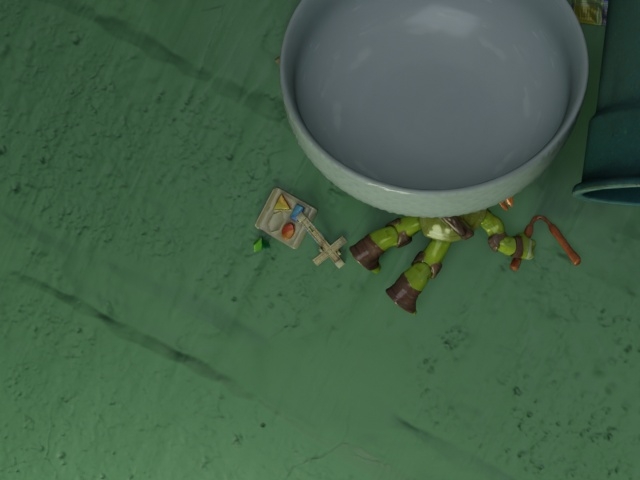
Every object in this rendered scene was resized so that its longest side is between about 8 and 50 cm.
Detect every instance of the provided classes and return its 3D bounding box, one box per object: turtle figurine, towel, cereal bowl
[{"bbox_3d":[0.155,-0.016,1.685,0.269,0.087,0.217,45,101,3],"label":"turtle figurine"},{"bbox_3d":[0.334,-0.279,1.668,0.083,0.009,0.060,10,96,9],"label":"towel"},{"bbox_3d":[0.126,-0.168,1.617,0.339,0.141,0.339,-1,64,2],"label":"cereal bowl"}]

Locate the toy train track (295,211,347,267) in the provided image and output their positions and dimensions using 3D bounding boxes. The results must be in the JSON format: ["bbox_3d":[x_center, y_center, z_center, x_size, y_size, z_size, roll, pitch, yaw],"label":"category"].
[{"bbox_3d":[0.000,0.000,1.743,0.048,0.014,0.083,-39,97,6],"label":"toy train track"}]

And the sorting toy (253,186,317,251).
[{"bbox_3d":[-0.049,-0.016,1.757,0.062,0.012,0.083,29,99,5],"label":"sorting toy"}]

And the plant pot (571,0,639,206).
[{"bbox_3d":[0.439,-0.208,1.512,0.341,0.341,0.334,1,88,10],"label":"plant pot"}]

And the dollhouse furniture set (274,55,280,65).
[{"bbox_3d":[-0.003,-0.173,1.737,0.114,0.091,0.081,55,144,23],"label":"dollhouse furniture set"}]
